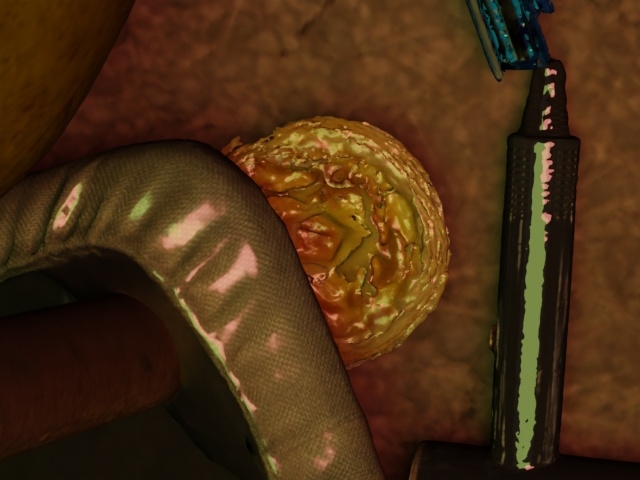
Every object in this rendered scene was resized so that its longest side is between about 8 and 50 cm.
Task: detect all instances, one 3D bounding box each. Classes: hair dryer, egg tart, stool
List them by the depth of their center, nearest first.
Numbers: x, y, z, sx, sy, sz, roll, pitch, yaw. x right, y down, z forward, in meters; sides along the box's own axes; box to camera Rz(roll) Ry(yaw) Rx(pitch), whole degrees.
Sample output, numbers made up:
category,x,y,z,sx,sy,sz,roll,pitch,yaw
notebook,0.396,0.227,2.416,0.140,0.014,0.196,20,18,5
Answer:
category,x,y,z,sx,sy,sz,roll,pitch,yaw
stool,-0.148,0.143,0.789,0.310,0.226,0.310,-17,98,29
hair dryer,0.113,0.044,0.817,0.128,0.070,0.255,6,101,12
egg tart,0.000,0.000,0.838,0.129,0.049,0.128,3,109,8

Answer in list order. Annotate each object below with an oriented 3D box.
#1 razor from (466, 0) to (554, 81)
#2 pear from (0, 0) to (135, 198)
category,x,y,z,sx,sy,sz,roll,pitch,yaw
razor,0.215,-0.153,0.744,0.324,0.056,0.093,-13,136,15
pear,-0.223,-0.153,0.702,0.352,0.352,0.413,29,117,5
